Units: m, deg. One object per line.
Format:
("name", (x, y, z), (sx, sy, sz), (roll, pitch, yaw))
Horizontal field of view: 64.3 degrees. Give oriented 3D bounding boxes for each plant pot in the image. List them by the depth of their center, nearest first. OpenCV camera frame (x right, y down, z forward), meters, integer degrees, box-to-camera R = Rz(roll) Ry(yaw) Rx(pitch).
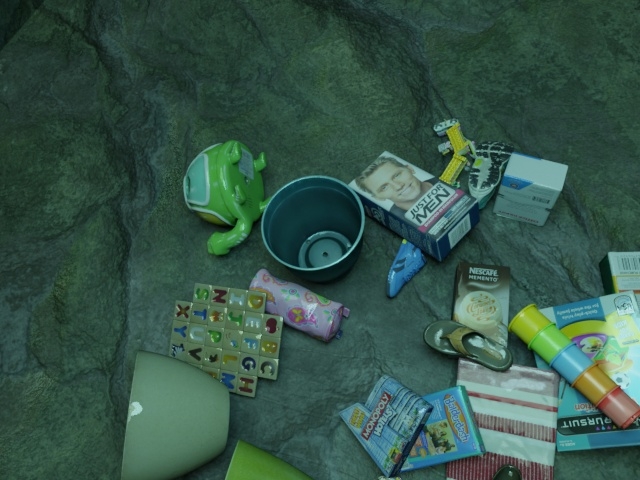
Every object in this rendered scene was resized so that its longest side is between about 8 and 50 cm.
("plant pot", (-0.092, 0.640, 1.175), (0.293, 0.275, 0.275), (16, 70, 0))
("plant pot", (0.000, 0.000, 1.425), (0.271, 0.255, 0.272), (-4, 66, 9))

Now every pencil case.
("pencil case", (-0.067, 0.182, 1.435), (0.284, 0.124, 0.124), (22, 72, 18))

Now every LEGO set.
("LEGO set", (0.418, -0.236, 1.562), (0.132, 0.107, 0.287), (-11, 65, 44))

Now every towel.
("towel", (0.436, 0.461, 1.223), (0.237, 0.037, 0.329), (5, 76, 23))

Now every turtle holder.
("turtle holder", (-0.287, -0.137, 1.575), (0.227, 0.243, 0.320), (-11, 104, 21))

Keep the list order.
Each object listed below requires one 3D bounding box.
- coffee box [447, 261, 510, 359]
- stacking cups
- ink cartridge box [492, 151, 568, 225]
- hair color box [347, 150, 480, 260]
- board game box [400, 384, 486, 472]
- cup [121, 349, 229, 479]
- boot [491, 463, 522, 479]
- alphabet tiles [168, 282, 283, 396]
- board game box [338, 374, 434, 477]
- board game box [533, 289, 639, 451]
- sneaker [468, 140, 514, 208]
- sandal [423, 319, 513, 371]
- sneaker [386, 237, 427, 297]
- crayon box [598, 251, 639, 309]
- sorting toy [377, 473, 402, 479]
("coffee box", (0.420, 0.192, 1.350), (0.141, 0.098, 0.246), (5, 68, 13))
("stacking cups", (0.585, 0.281, 1.171), (0.096, 0.096, 0.316), (-38, 52, -7))
("ink cartridge box", (0.575, -0.137, 1.412), (0.148, 0.203, 0.086), (18, 69, 17))
("hair color box", (0.260, -0.108, 1.461), (0.174, 0.105, 0.347), (-43, 52, -14))
("board game box", (0.276, 0.461, 1.247), (0.210, 0.047, 0.160), (-25, 62, 24))
("cup", (-0.359, 0.450, 1.285), (0.237, 0.331, 0.331), (7, 65, -16))
("boot", (0.397, 0.611, 1.117), (0.082, 0.106, 0.219), (13, 98, 21))
("alphabet tiles", (-0.269, 0.273, 1.424), (0.342, 0.011, 0.285), (6, 87, 19))
("board game box", (0.150, 0.442, 1.269), (0.194, 0.060, 0.194), (28, 92, 36))
("board game box", (0.660, 0.312, 1.213), (0.254, 0.079, 0.336), (-20, 61, 29))
("sneaker", (0.494, -0.203, 1.511), (0.107, 0.110, 0.275), (19, 52, 24))
("sandal", (0.362, 0.255, 1.247), (0.219, 0.060, 0.090), (24, 76, 19))
("sneaker", (0.251, 0.073, 1.448), (0.082, 0.069, 0.209), (19, 70, 22))
("crayon box", (0.849, 0.189, 1.285), (0.203, 0.083, 0.323), (-1, 66, 10))
("sorting toy", (0.181, 0.591, 1.231), (0.083, 0.075, 0.045), (41, 79, 22))
